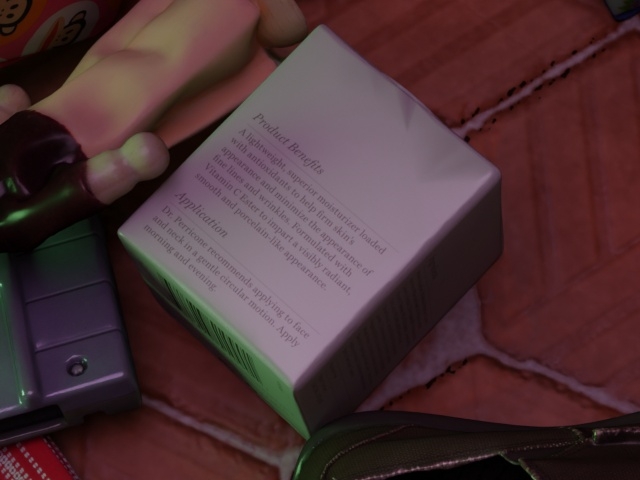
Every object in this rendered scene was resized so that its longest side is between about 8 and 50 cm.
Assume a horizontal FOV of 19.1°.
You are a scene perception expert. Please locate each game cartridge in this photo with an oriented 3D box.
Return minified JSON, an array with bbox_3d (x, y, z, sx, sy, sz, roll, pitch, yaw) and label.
[{"bbox_3d":[-0.309,0.048,1.223,0.355,0.068,0.230,-16,61,-2],"label":"game cartridge"}]

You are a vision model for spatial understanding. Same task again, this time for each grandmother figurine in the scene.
[{"bbox_3d":[-0.159,-0.051,1.170,0.342,0.208,0.104,-43,111,-20],"label":"grandmother figurine"}]

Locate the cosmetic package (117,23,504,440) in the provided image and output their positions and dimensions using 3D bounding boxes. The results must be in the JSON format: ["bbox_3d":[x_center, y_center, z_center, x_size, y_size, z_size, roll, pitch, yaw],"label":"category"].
[{"bbox_3d":[0.000,0.000,1.177,0.151,0.151,0.183,42,79,17],"label":"cosmetic package"}]

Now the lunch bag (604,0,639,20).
[{"bbox_3d":[0.199,-0.244,1.258,0.096,0.129,0.151,-19,69,-1],"label":"lunch bag"}]

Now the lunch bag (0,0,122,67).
[{"bbox_3d":[-0.286,-0.233,1.254,0.293,0.120,0.258,43,39,19],"label":"lunch bag"}]

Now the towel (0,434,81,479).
[{"bbox_3d":[-0.270,0.217,1.174,0.275,0.031,0.199,-39,58,-8],"label":"towel"}]

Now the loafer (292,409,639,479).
[{"bbox_3d":[0.155,0.172,1.089,0.366,0.130,0.134,-3,98,12],"label":"loafer"}]
